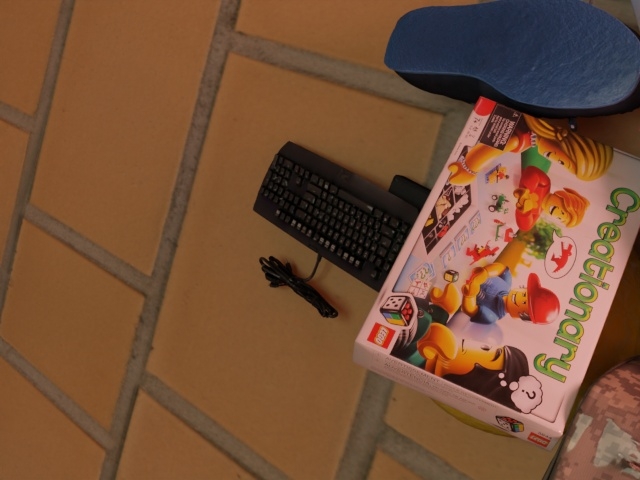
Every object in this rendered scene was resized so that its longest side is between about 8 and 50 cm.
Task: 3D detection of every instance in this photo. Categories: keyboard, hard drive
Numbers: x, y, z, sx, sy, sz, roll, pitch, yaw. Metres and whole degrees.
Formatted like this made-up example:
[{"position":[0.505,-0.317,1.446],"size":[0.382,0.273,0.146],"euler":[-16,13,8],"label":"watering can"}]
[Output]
[{"position":[0.000,0.000,1.276],"size":[0.317,0.033,0.202],"euler":[32,108,49],"label":"keyboard"},{"position":[0.125,-0.014,1.180],"size":[0.135,0.022,0.094],"euler":[32,108,41],"label":"hard drive"}]

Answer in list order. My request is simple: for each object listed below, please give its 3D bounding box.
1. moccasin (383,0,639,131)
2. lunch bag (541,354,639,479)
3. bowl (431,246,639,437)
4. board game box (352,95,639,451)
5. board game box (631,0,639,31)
[{"position":[0.223,-0.198,1.044],"size":[0.342,0.117,0.138],"euler":[27,93,48],"label":"moccasin"},{"position":[0.318,0.282,0.841],"size":[0.256,0.212,0.305],"euler":[28,107,26],"label":"lunch bag"},{"position":[0.177,0.072,1.010],"size":[0.289,0.156,0.290],"euler":[-3,86,39],"label":"bowl"},{"position":[0.180,0.019,0.902],"size":[0.193,0.053,0.305],"euler":[23,62,12],"label":"board game box"},{"position":[0.377,-0.297,0.949],"size":[0.160,0.039,0.212],"euler":[-25,70,40],"label":"board game box"}]
